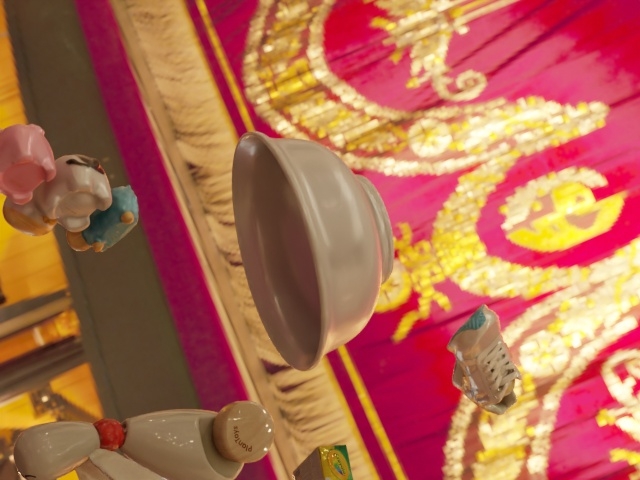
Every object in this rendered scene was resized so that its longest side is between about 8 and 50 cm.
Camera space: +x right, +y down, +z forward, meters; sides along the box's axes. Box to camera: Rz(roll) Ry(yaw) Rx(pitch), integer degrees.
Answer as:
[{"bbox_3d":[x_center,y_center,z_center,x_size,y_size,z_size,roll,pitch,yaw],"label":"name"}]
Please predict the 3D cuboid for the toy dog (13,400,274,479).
[{"bbox_3d":[-0.222,0.305,1.229,0.220,0.334,0.161,140,-56,-69],"label":"toy dog"}]

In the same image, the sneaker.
[{"bbox_3d":[0.241,0.171,1.340,0.092,0.087,0.228,39,-17,30],"label":"sneaker"}]

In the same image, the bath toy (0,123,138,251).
[{"bbox_3d":[-0.387,-0.099,1.187,0.348,0.151,0.129,42,17,-53],"label":"bath toy"}]

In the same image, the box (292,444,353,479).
[{"bbox_3d":[0.014,0.342,1.105,0.105,0.043,0.179,123,-37,-54],"label":"box"}]

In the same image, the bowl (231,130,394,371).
[{"bbox_3d":[0.000,0.000,1.150,0.298,0.134,0.298,166,-90,-71],"label":"bowl"}]
